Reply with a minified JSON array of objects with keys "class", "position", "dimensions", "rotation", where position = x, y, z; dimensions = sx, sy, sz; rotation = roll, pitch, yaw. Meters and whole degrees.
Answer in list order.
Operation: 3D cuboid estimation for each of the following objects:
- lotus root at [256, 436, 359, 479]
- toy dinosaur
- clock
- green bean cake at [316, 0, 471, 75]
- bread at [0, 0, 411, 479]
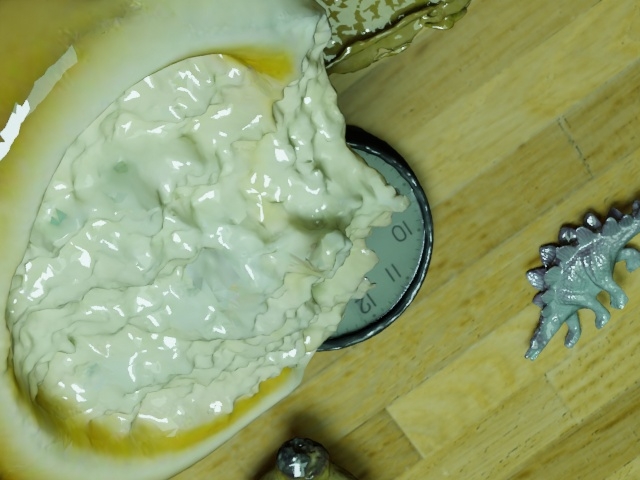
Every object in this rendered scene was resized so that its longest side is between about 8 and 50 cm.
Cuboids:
[{"class":"lotus root","position":[-0.009,0.254,1.290],"dimensions":[0.138,0.138,0.214],"rotation":[-2,111,-12]},{"class":"toy dinosaur","position":[0.229,0.013,1.299],"dimensions":[0.082,0.039,0.209],"rotation":[37,98,-21]},{"class":"clock","position":[0.000,0.000,1.240],"dimensions":[0.184,0.040,0.184],"rotation":[-4,111,-11]},{"class":"green bean cake","position":[-0.026,-0.219,1.103],"dimensions":[0.224,0.131,0.230],"rotation":[-29,111,-3]},{"class":"bread","position":[-0.125,-0.028,1.034],"dimensions":[0.329,0.245,0.424],"rotation":[-14,137,-13]}]
